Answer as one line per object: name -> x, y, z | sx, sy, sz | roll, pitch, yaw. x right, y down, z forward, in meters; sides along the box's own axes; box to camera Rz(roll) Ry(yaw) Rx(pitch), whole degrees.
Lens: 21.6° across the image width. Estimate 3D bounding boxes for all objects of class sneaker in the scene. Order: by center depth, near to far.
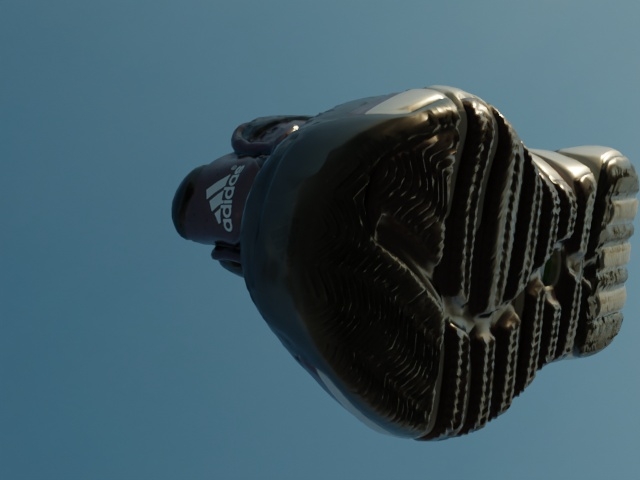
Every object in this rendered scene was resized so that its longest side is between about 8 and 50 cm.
sneaker -> 0.000, 0.000, 0.584 | 0.281, 0.162, 0.106 | 7, -87, -65
